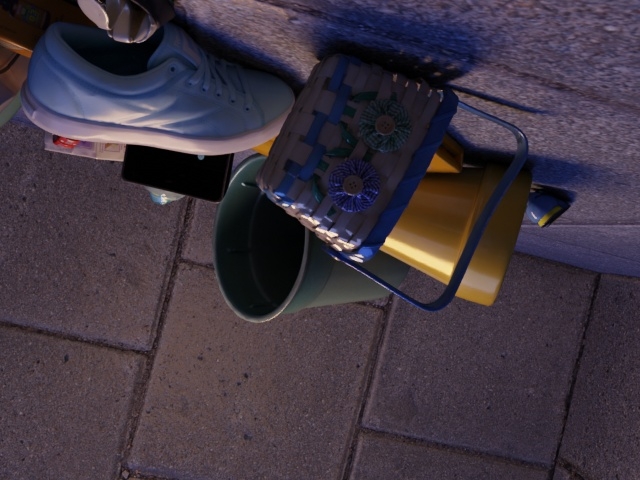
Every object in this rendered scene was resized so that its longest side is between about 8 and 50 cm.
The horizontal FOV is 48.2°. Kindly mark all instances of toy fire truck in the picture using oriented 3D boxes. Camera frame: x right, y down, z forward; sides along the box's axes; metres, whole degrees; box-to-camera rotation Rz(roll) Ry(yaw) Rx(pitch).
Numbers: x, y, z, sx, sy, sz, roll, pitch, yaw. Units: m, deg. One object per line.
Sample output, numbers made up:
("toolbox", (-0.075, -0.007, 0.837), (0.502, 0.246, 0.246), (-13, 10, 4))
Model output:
("toy fire truck", (-0.596, -0.285, 1.647), (0.047, 0.192, 0.135), (14, 151, -39))

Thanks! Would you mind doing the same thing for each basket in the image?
("basket", (0.085, -0.073, 0.868), (0.289, 0.254, 0.201), (24, -178, -20))

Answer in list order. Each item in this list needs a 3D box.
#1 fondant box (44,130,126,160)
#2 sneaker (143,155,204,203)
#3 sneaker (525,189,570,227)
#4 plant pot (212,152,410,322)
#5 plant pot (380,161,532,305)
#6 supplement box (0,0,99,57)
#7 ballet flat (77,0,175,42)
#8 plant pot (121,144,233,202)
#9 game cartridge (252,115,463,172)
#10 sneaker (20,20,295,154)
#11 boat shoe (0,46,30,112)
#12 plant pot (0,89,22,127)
("fondant box", (-0.490, -0.252, 1.823), (0.238, 0.096, 0.330), (13, -170, 39))
("sneaker", (-0.343, -0.181, 1.510), (0.127, 0.208, 0.319), (34, -171, 28))
("sneaker", (0.464, -0.075, 1.489), (0.082, 0.069, 0.209), (48, -160, 16))
("plant pot", (0.000, 0.000, 1.528), (0.334, 0.341, 0.341), (3, -174, -38))
("plant pot", (0.231, -0.035, 1.300), (0.239, 0.254, 0.254), (18, 180, 11))
("supplement box", (-0.356, -0.270, 0.898), (0.080, 0.078, 0.233), (18, -179, 39))
("ballet flat", (-0.202, -0.238, 0.712), (0.074, 0.074, 0.203), (14, 179, 6))
("plant pot", (-0.235, -0.187, 1.320), (0.188, 0.188, 0.167), (13, -169, 4))
("game cartridge", (0.038, -0.158, 1.156), (0.324, 0.052, 0.285), (1, 173, 27))
("sneaker", (-0.176, -0.202, 0.905), (0.366, 0.135, 0.150), (-7, 152, -33))
("boat shoe", (-0.467, -0.225, 0.911), (0.156, 0.136, 0.367), (41, -156, -25))
("plant pot", (-0.646, -0.274, 1.233), (0.290, 0.195, 0.290), (14, 179, 0))
